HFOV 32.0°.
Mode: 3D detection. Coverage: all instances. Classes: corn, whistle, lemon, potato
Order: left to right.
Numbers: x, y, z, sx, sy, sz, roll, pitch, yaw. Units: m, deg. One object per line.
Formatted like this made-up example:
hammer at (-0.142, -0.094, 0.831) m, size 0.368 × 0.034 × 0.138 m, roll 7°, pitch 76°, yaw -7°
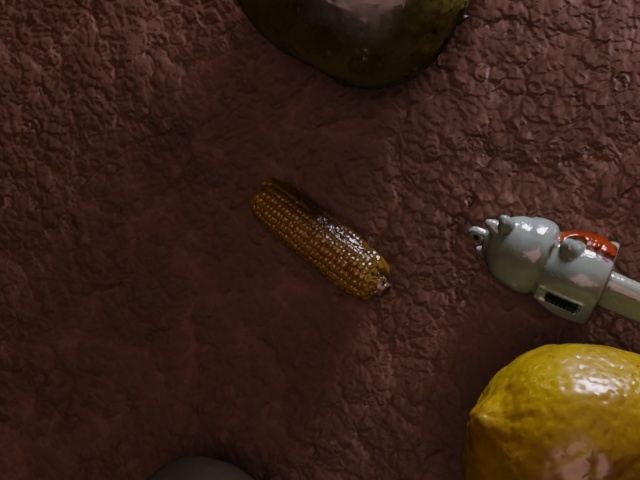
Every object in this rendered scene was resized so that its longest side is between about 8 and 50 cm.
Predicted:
corn at (0.000, 0.000, 1.369) m, size 0.207 × 0.068 × 0.068 m, roll 38°, pitch 95°, yaw 8°
potato at (0.024, -0.301, 1.322) m, size 0.307 × 0.173 × 0.210 m, roll 27°, pitch 101°, yaw 12°
whistle at (0.290, 0.036, 1.297) m, size 0.253 × 0.102 × 0.105 m, roll 25°, pitch 89°, yaw 13°
lemon at (0.298, 0.239, 1.215) m, size 0.310 × 0.253 × 0.253 m, roll 15°, pitch 91°, yaw -13°

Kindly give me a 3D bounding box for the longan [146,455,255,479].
longan at (-0.135, 0.364, 1.320) m, size 0.197 × 0.196 × 0.220 m, roll -20°, pitch 88°, yaw 9°
